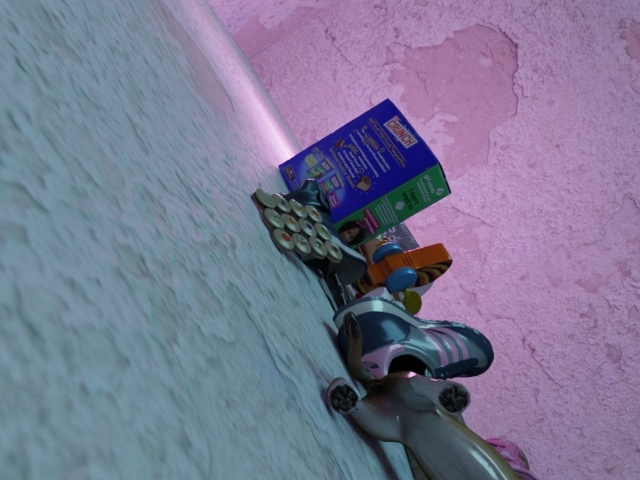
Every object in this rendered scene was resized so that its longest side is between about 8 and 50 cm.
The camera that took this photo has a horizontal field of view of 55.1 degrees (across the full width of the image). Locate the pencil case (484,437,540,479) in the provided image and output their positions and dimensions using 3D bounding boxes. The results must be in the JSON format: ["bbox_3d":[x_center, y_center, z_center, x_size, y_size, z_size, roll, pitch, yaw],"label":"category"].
[{"bbox_3d":[0.430,0.568,1.424,0.386,0.167,0.160,38,57,-75],"label":"pencil case"}]

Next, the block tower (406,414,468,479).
[{"bbox_3d":[0.179,0.293,0.948,0.091,0.097,0.335,58,4,-14],"label":"block tower"}]

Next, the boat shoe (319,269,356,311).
[{"bbox_3d":[0.042,0.107,1.020,0.125,0.038,0.046,61,6,24],"label":"boat shoe"}]

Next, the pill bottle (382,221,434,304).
[{"bbox_3d":[0.175,0.015,1.864,0.363,0.210,0.210,61,6,30],"label":"pill bottle"}]

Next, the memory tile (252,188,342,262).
[{"bbox_3d":[-0.032,-0.021,0.904,0.148,0.012,0.113,14,40,-49],"label":"memory tile"}]

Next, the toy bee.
[{"bbox_3d":[0.143,0.081,1.405,0.162,0.298,0.195,110,-15,-46],"label":"toy bee"}]

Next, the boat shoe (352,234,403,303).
[{"bbox_3d":[0.114,0.028,1.563,0.324,0.120,0.122,56,25,5],"label":"boat shoe"}]

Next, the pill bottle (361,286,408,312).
[{"bbox_3d":[0.148,0.184,1.268,0.169,0.094,0.094,58,5,-11],"label":"pill bottle"}]

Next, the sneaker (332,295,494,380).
[{"bbox_3d":[0.154,0.186,0.905,0.319,0.112,0.131,18,40,-34],"label":"sneaker"}]

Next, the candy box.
[{"bbox_3d":[0.096,-0.145,1.427,0.122,0.317,0.268,53,8,-48],"label":"candy box"}]

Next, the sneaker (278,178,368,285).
[{"bbox_3d":[0.003,-0.015,1.086,0.163,0.086,0.226,65,9,29],"label":"sneaker"}]

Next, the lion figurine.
[{"bbox_3d":[0.146,0.247,0.678,0.392,0.142,0.240,55,-3,11],"label":"lion figurine"}]

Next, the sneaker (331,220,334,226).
[{"bbox_3d":[0.000,0.000,1.233,0.075,0.057,0.161,31,25,-35],"label":"sneaker"}]
